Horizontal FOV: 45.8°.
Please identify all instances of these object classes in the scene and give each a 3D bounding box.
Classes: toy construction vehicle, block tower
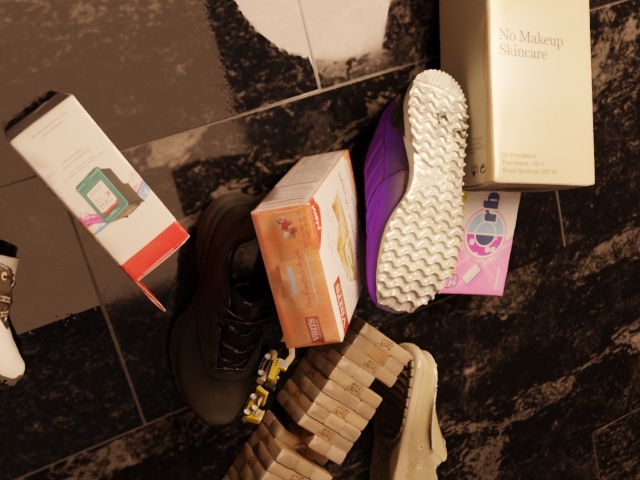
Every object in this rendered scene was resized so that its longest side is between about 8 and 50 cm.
[{"bbox_3d":[-0.061,0.172,0.940,0.035,0.098,0.086,22,135,2],"label":"toy construction vehicle"},{"bbox_3d":[-0.022,0.256,0.986,0.097,0.091,0.335,37,86,-25],"label":"block tower"}]

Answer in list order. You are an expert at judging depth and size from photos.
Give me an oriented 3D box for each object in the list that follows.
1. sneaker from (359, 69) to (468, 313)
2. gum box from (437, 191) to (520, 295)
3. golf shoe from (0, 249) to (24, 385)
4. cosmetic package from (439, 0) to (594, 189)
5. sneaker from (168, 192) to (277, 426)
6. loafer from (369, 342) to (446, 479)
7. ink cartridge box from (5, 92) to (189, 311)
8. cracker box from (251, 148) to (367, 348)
[{"bbox_3d":[0.099,-0.051,0.936,0.102,0.146,0.293,17,77,-24],"label":"sneaker"},{"bbox_3d":[0.206,-0.023,1.041,0.107,0.062,0.188,4,99,-25],"label":"gum box"},{"bbox_3d":[-0.353,0.062,0.807,0.094,0.077,0.198,-29,112,-16],"label":"golf shoe"},{"bbox_3d":[0.244,-0.218,0.953,0.160,0.113,0.309,-1,89,-24],"label":"cosmetic package"},{"bbox_3d":[-0.107,0.091,0.893,0.109,0.130,0.286,2,102,-26],"label":"sneaker"},{"bbox_3d":[0.126,0.263,1.053,0.092,0.102,0.268,-3,112,-24],"label":"loafer"},{"bbox_3d":[-0.225,-0.042,0.809,0.078,0.134,0.231,-41,115,-11],"label":"ink cartridge box"},{"bbox_3d":[0.000,0.000,0.867,0.067,0.232,0.155,-8,109,16],"label":"cracker box"}]
